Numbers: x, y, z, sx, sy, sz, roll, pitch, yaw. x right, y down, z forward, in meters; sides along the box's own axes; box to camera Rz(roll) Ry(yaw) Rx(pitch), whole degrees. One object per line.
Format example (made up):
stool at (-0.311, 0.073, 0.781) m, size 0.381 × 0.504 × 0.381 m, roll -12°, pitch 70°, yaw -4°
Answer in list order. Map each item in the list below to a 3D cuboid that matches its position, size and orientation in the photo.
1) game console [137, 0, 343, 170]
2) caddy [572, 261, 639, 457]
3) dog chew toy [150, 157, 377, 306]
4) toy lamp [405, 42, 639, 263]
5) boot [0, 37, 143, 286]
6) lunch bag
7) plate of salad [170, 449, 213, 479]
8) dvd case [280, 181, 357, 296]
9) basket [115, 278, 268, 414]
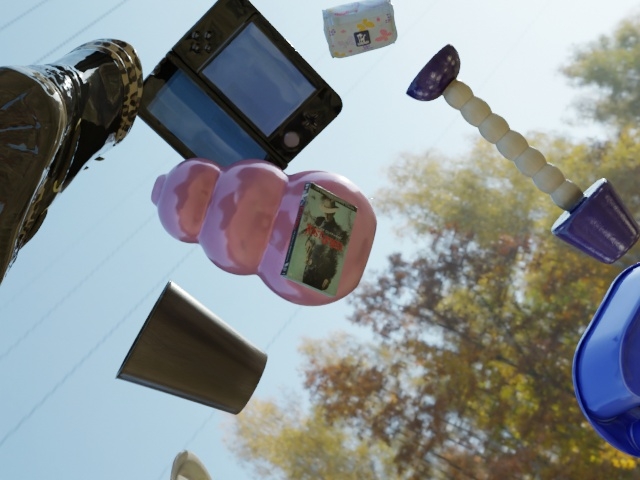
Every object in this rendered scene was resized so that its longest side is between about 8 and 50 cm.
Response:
game console at (-0.129, -0.232, 1.360) m, size 0.250 × 0.173 × 0.293 m, roll -43°, pitch -70°, yaw 9°
caddy at (0.545, 0.174, 1.248) m, size 0.341 × 0.241 × 0.179 m, roll -53°, pitch -3°, yaw -20°
dog chew toy at (-0.088, -0.028, 1.200) m, size 0.206 × 0.332 × 0.207 m, roll -162°, pitch 90°, yaw -87°
toy lamp at (0.209, -0.085, 0.823) m, size 0.080 × 0.274 × 0.080 m, roll -47°, pitch -6°, yaw -6°
boot at (-0.359, -0.076, 0.961) m, size 0.377 × 0.138 × 0.284 m, roll -54°, pitch 6°, yaw 27°
lunch bag at (0.038, -0.210, 0.792) m, size 0.083 × 0.071 × 0.053 m, roll -59°, pitch -43°, yaw -86°
plate of salad at (-0.121, 0.332, 0.905) m, size 0.200 × 0.048 × 0.200 m, roll -18°, pitch -90°, yaw -86°
dvd case at (0.000, 0.000, 0.977) m, size 0.087 × 0.013 × 0.119 m, roll 27°, pitch -109°, yaw -40°
basket at (-0.225, 0.213, 1.468) m, size 0.204 × 0.227 × 0.154 m, roll -60°, pitch 10°, yaw -1°
